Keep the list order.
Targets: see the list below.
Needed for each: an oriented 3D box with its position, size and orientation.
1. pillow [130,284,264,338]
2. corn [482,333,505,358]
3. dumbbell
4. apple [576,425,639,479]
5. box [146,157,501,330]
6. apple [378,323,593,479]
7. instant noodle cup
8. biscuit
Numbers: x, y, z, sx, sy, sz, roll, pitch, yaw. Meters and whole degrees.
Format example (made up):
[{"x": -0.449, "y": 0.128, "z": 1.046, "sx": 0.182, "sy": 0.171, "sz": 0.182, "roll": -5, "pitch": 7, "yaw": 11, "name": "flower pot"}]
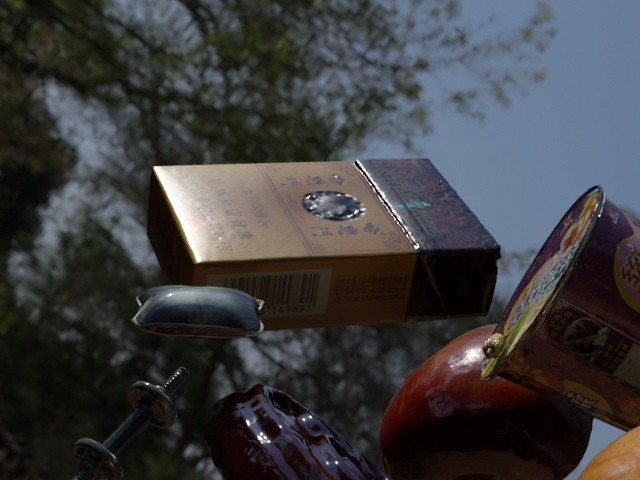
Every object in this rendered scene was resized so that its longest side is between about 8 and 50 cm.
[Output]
[{"x": -0.125, "y": 0.073, "z": 1.507, "sx": 0.135, "sy": 0.055, "sz": 0.091, "roll": 1, "pitch": -7, "yaw": -3, "name": "pillow"}, {"x": 0.250, "y": 0.152, "z": 2.098, "sx": 0.027, "sy": 0.028, "sz": 0.083, "roll": -11, "pitch": 4, "yaw": 18, "name": "corn"}, {"x": -0.260, "y": 0.257, "z": 1.960, "sx": 0.081, "sy": 0.254, "sz": 0.082, "roll": 27, "pitch": -37, "yaw": 23, "name": "dumbbell"}, {"x": 0.454, "y": 0.389, "z": 1.778, "sx": 0.364, "sy": 0.364, "sz": 0.364, "roll": 35, "pitch": -11, "yaw": 8, "name": "apple"}, {"x": 0.000, "y": 0.001, "z": 1.922, "sx": 0.415, "sy": 0.116, "sz": 0.264, "roll": -2, "pitch": 30, "yaw": -18, "name": "box"}, {"x": 0.279, "y": 0.294, "z": 2.413, "sx": 0.328, "sy": 0.365, "sz": 0.295, "roll": 22, "pitch": -52, "yaw": 13, "name": "apple"}, {"x": 0.425, "y": 0.128, "z": 2.128, "sx": 0.266, "sy": 0.340, "sz": 0.340, "roll": 32, "pitch": -11, "yaw": 0, "name": "instant noodle cup"}, {"x": 0.057, "y": 0.288, "z": 1.407, "sx": 0.407, "sy": 0.091, "sz": 0.407, "roll": 42, "pitch": 2, "yaw": -2, "name": "biscuit"}]
